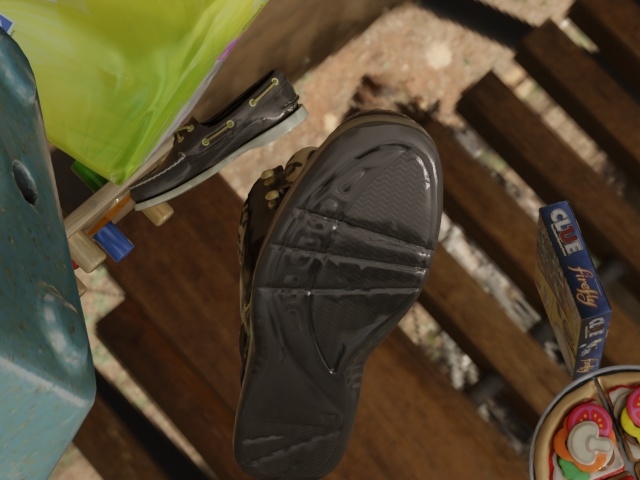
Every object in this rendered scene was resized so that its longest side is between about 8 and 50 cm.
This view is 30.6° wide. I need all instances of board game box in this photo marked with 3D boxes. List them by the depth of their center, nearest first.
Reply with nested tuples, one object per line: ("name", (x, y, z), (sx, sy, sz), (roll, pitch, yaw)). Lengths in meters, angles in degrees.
("board game box", (0.338, 0.072, 1.587), (0.042, 0.165, 0.243), (-17, 154, 1))

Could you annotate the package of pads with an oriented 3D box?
("package of pads", (-0.135, -0.208, 0.769), (0.296, 0.229, 0.101), (-52, -167, 21))

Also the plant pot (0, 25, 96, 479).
("plant pot", (-0.216, 0.013, 0.349), (0.252, 0.248, 0.247), (-22, 152, 9))

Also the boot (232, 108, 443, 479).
("boot", (0.000, 0.000, 1.073), (0.284, 0.138, 0.378), (-94, -165, -56))

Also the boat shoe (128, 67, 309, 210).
("boat shoe", (-0.126, -0.114, 1.333), (0.227, 0.069, 0.081), (-32, -165, -8))

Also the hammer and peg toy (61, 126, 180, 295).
("hammer and peg toy", (-0.346, -0.008, 1.653), (0.361, 0.127, 0.266), (-44, -178, -24))

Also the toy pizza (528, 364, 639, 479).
("toy pizza", (0.305, 0.222, 1.140), (0.201, 0.201, 0.032), (-41, 173, -3))
